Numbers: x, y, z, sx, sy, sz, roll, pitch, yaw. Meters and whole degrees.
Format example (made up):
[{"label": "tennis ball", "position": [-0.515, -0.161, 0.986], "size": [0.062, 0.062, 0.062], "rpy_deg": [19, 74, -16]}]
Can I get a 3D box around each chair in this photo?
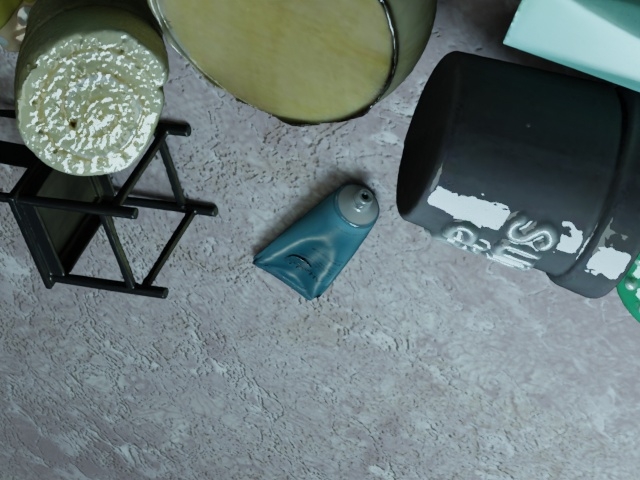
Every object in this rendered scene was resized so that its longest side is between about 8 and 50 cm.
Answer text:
[{"label": "chair", "position": [-0.264, -0.045, 1.850], "size": [0.260, 0.154, 0.141], "rpy_deg": [8, 137, 24]}]

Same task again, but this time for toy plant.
[{"label": "toy plant", "position": [0.269, -0.025, 1.503], "size": [0.400, 0.185, 0.279], "rpy_deg": [17, 134, -10]}]

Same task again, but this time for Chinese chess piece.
[{"label": "Chinese chess piece", "position": [-0.025, -0.221, 1.532], "size": [0.257, 0.104, 0.257], "rpy_deg": [18, 140, 15]}]

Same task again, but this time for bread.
[{"label": "bread", "position": [-0.209, -0.150, 1.597], "size": [0.134, 0.141, 0.148], "rpy_deg": [21, 113, -19]}]

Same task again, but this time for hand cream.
[{"label": "hand cream", "position": [0.000, 0.000, 1.821], "size": [0.083, 0.048, 0.224], "rpy_deg": [32, 147, -7]}]

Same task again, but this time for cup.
[{"label": "cup", "position": [0.274, -0.167, 1.375], "size": [0.235, 0.134, 0.148], "rpy_deg": [27, 145, 2]}]

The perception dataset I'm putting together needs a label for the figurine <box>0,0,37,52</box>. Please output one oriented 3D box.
[{"label": "figurine", "position": [-0.279, -0.220, 1.684], "size": [0.246, 0.131, 0.156], "rpy_deg": [42, 131, -21]}]
